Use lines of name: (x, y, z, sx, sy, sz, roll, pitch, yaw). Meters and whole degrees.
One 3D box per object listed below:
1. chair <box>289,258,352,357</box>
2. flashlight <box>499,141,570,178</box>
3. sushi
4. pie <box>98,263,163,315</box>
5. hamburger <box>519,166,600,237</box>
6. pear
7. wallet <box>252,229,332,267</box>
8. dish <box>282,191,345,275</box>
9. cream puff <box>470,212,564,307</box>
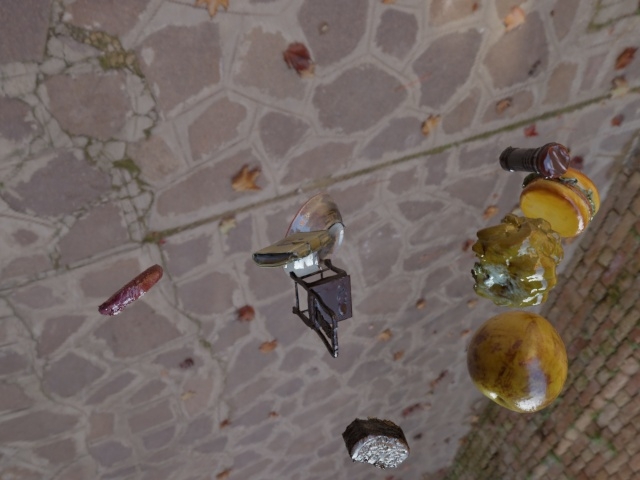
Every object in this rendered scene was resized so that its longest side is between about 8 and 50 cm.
chair: (0.024, 0.138, 1.362, 0.113, 0.229, 0.106, -16, 117, -23)
flashlight: (0.557, -0.209, 1.754, 0.093, 0.232, 0.093, -1, 96, -14)
sushi: (0.125, 0.447, 1.479, 0.150, 0.078, 0.091, 16, 108, -22)
pie: (-0.368, 0.098, 1.300, 0.154, 0.036, 0.154, -36, -171, 6)
hamburger: (0.754, -0.138, 2.081, 0.170, 0.246, 0.246, -48, 151, -21)
pear: (0.544, 0.328, 1.837, 0.280, 0.281, 0.281, -20, 145, -15)
wallet: (-0.054, 0.017, 1.387, 0.110, 0.039, 0.155, -5, -166, 36)
dish: (0.000, 0.000, 1.881, 0.260, 0.085, 0.260, -43, 148, -36)
cream puff: (0.423, 0.037, 1.391, 0.194, 0.195, 0.221, -23, 143, -11)
